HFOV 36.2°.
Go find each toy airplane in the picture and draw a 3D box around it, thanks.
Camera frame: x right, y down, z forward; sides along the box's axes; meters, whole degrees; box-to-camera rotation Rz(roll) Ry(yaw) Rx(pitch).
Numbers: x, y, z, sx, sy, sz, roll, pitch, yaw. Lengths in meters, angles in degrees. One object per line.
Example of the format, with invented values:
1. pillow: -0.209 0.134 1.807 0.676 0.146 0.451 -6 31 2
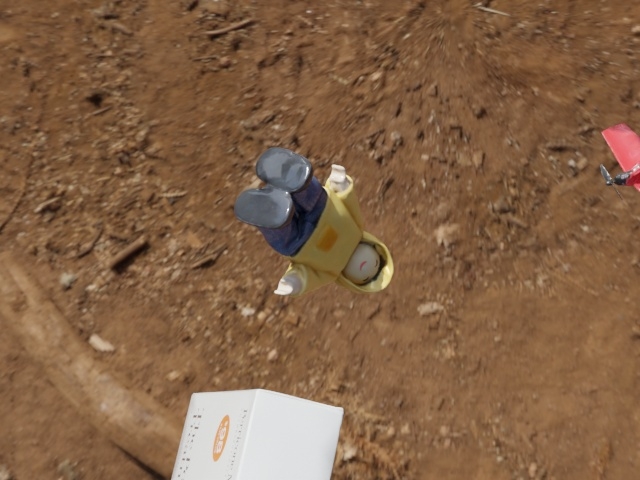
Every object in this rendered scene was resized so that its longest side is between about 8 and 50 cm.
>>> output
1. toy airplane: 0.356 -0.078 0.991 0.151 0.151 0.028 5 141 6

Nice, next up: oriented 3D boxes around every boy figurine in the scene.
1. boy figurine: 0.000 0.000 1.236 0.092 0.285 0.177 20 76 36

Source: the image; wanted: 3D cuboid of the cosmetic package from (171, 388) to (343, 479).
1. cosmetic package: -0.101 0.341 0.967 0.097 0.284 0.377 17 75 -18
